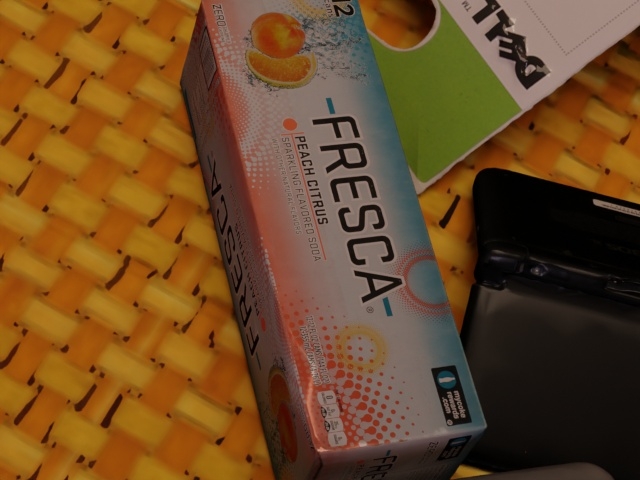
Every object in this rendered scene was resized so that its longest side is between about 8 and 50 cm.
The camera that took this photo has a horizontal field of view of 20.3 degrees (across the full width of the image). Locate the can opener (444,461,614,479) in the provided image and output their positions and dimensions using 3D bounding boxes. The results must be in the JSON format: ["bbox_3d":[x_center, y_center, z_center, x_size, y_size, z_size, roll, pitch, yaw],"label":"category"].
[{"bbox_3d":[-0.023,0.125,0.561,0.280,0.074,0.093,-10,98,-18],"label":"can opener"}]

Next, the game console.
[{"bbox_3d":[0.108,0.037,0.669,0.122,0.071,0.107,15,28,-6],"label":"game console"}]

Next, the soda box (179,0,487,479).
[{"bbox_3d":[0.000,0.000,0.635,0.063,0.058,0.183,-6,63,-17],"label":"soda box"}]

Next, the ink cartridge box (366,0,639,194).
[{"bbox_3d":[0.102,-0.155,0.741,0.255,0.097,0.189,-37,72,7],"label":"ink cartridge box"}]
